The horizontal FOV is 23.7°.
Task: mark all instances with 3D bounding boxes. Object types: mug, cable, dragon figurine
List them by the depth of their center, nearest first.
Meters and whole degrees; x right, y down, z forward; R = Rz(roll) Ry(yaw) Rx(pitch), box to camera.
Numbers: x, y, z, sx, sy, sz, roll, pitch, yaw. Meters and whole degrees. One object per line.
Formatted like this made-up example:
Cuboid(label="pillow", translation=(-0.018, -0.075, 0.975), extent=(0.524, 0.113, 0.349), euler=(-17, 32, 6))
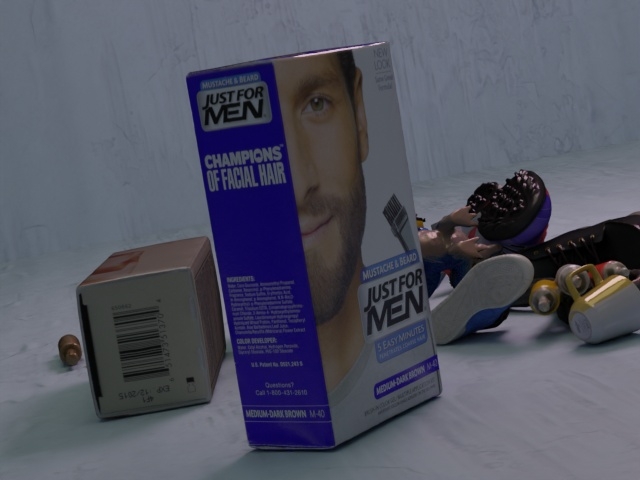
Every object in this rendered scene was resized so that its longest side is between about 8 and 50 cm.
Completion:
Cuboid(label="mug", translation=(0.282, 0.071, 1.555), extent=(0.064, 0.062, 0.078), euler=(-24, 44, -28))
Cuboid(label="cable", translation=(0.279, 0.044, 1.726), extent=(0.139, 0.072, 0.287), euler=(-19, 8, -5))
Cuboid(label="dragon figurine", translation=(0.108, 0.025, 1.861), extent=(0.289, 0.085, 0.144), euler=(-3, -30, -19))

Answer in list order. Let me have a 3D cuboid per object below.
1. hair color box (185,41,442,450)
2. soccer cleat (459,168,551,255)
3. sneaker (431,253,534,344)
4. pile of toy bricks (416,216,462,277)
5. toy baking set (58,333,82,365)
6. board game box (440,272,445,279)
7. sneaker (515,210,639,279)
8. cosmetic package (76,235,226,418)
Cuboid(label="hair color box", translation=(0.000, 0.000, 1.379), extent=(0.110, 0.339, 0.185), euler=(-6, 7, 37))
Cuboid(label="soccer cleat", translation=(0.266, -0.019, 2.037), extent=(0.109, 0.116, 0.318), euler=(-51, 6, -6))
Cuboid(label="sneaker", translation=(0.188, 0.058, 1.676), extent=(0.152, 0.058, 0.084), euler=(-44, -16, 34))
Cuboid(label="pile of toy bricks", translation=(0.101, 0.035, 2.003), extent=(0.118, 0.105, 0.212), euler=(-24, -19, 40))
Cuboid(label="toy baking set", translation=(-0.253, 0.131, 2.023), extent=(0.196, 0.030, 0.256), euler=(-11, 6, -6))
Cuboid(label="board game box", translation=(0.071, 0.051, 2.180), extent=(0.211, 0.039, 0.160), euler=(-8, 6, 11))
Cuboid(label="sneaker", translation=(0.332, 0.025, 1.871), extent=(0.118, 0.083, 0.222), euler=(-19, 0, -22))
Cuboid(label="cosmetic package", translation=(-0.185, 0.091, 1.732), extent=(0.129, 0.153, 0.296), euler=(-9, 5, 1))
